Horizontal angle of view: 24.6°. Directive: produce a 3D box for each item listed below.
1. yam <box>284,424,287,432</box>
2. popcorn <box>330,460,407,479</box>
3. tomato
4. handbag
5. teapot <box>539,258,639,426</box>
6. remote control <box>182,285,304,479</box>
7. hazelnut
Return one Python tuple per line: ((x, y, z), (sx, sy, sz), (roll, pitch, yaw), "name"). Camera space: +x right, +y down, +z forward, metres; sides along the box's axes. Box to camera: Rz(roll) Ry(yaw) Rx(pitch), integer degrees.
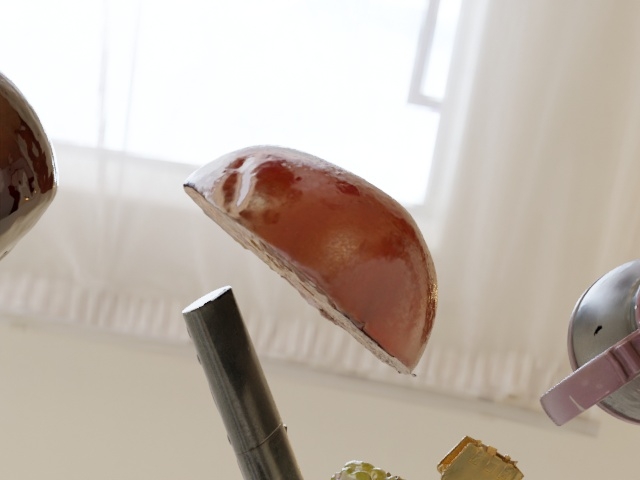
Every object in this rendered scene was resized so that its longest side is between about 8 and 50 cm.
((-0.070, 0.409, 1.963), (0.045, 0.327, 0.045), (0, 177, 32), "yam")
((0.039, 0.306, 1.539), (0.126, 0.145, 0.125), (19, 172, -39), "popcorn")
((0.011, -0.005, 1.614), (0.338, 0.144, 0.338), (38, 174, 5), "tomato")
((0.177, 0.256, 1.629), (0.083, 0.061, 0.027), (32, -160, -26), "handbag")
((0.218, 0.061, 0.980), (0.148, 0.116, 0.146), (-3, 165, -5), "teapot")
((-0.062, 0.239, 1.642), (0.044, 0.378, 0.107), (-19, -173, 17), "remote control")
((-0.594, -0.075, 2.096), (0.402, 0.429, 0.402), (35, 166, 10), "hazelnut")
